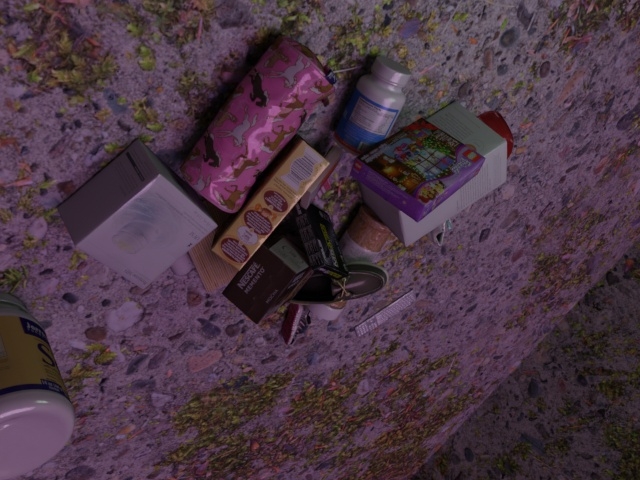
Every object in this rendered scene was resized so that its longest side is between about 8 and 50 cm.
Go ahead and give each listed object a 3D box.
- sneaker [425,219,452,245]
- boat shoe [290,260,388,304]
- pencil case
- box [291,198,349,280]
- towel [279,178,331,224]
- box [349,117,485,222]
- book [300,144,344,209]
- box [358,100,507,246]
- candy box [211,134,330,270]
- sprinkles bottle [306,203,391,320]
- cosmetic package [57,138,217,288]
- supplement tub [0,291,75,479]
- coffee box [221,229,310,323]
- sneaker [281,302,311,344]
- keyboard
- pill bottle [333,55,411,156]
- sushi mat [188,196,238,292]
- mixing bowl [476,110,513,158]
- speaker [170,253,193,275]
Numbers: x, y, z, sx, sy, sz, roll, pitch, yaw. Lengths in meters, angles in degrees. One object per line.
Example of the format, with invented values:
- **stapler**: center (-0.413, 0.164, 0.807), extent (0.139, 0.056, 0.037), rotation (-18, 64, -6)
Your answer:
- **sneaker**: center (0.381, -0.076, 2.077), extent (0.080, 0.094, 0.212), rotation (-19, 138, -23)
- **boat shoe**: center (0.038, 0.127, 1.862), extent (0.304, 0.091, 0.109), rotation (-5, 109, 15)
- **pencil case**: center (-0.132, -0.241, 1.416), extent (0.386, 0.167, 0.160), rotation (-49, 176, 12)
- **box**: center (0.000, 0.000, 1.721), extent (0.045, 0.191, 0.184), rotation (-24, 160, 14)
- **towel**: center (-0.068, -0.126, 1.698), extent (0.197, 0.029, 0.144), rotation (-36, 146, -5)
- **box**: center (0.236, -0.177, 1.584), extent (0.293, 0.201, 0.057), rotation (-36, 155, -41)
- **book**: center (0.001, -0.153, 1.627), extent (0.144, 0.035, 0.096), rotation (-56, 174, -23)
- **box**: center (0.299, -0.182, 1.794), extent (0.345, 0.215, 0.168), rotation (-32, 143, -9)
- **candy box**: center (-0.118, -0.092, 1.533), extent (0.087, 0.183, 0.316), rotation (40, 96, -12)
- **sprinkles bottle**: center (0.083, 0.068, 1.946), extent (0.121, 0.121, 0.356), rotation (6, 124, -44)
- **cosmetic package**: center (-0.383, -0.049, 1.414), extent (0.224, 0.138, 0.224), rotation (-40, 143, 2)
- **supplement tub**: center (-0.662, 0.289, 1.359), extent (0.240, 0.331, 0.241), rotation (-23, 141, -20)
- **coffee box**: center (-0.109, 0.083, 1.691), extent (0.168, 0.119, 0.297), rotation (-51, 173, 14)
- **sneaker**: center (-0.068, 0.255, 2.060), extent (0.074, 0.063, 0.171), rotation (-2, 125, -31)
- **keyboard**: center (0.234, 0.261, 2.368), extent (0.256, 0.014, 0.072), rotation (-32, 143, -11)
- **pill bottle**: center (0.127, -0.317, 1.585), extent (0.124, 0.124, 0.222), rotation (0, 128, -40)
- **sushi mat**: center (-0.260, 0.006, 1.675), extent (0.151, 0.019, 0.317), rotation (-28, 142, -14)
- **mixing bowl**: center (0.502, -0.280, 1.967), extent (0.181, 0.098, 0.182), rotation (-23, 140, -21)
- **speaker**: center (-0.350, 0.024, 1.585), extent (0.055, 0.055, 0.136), rotation (-30, 143, -12)
